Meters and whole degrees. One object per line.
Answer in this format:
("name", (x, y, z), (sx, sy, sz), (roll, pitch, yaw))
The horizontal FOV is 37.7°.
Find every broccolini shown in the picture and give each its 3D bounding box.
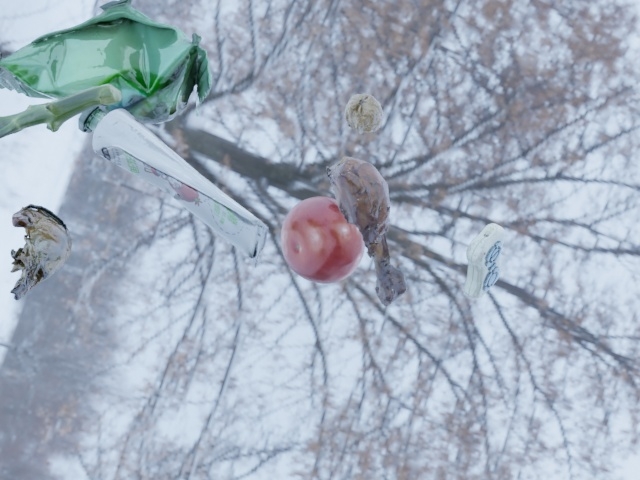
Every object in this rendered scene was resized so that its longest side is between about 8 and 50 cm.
("broccolini", (-0.320, -0.132, 1.009), (0.216, 0.058, 0.067), (-15, -119, 18))

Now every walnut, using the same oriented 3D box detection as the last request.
("walnut", (0.090, -0.261, 1.944), (0.096, 0.079, 0.083), (74, 34, -66))

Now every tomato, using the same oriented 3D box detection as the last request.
("tomato", (0.000, 0.000, 1.974), (0.195, 0.136, 0.195), (18, -67, 48))

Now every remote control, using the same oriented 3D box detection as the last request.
("remote control", (0.244, 0.033, 1.391), (0.074, 0.032, 0.122), (-43, 147, -27))

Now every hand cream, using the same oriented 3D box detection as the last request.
("hand cream", (-0.209, -0.087, 1.346), (0.076, 0.336, 0.121), (-48, 167, -24))

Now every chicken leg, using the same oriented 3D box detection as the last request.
("chicken leg", (0.093, -0.015, 1.642), (0.113, 0.093, 0.304), (-117, -173, -60))

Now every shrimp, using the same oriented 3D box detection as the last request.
("shrimp", (-0.489, 0.025, 1.544), (0.066, 0.117, 0.262), (-50, -171, 20))

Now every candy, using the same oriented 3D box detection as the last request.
("candy", (-0.383, -0.270, 1.545), (0.263, 0.397, 0.172), (132, -49, -81))
